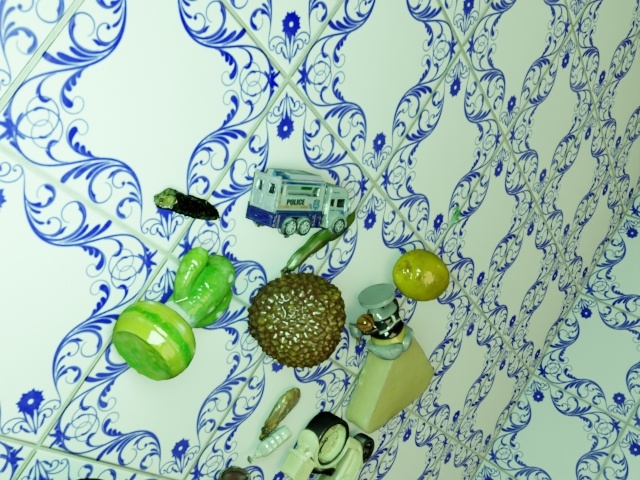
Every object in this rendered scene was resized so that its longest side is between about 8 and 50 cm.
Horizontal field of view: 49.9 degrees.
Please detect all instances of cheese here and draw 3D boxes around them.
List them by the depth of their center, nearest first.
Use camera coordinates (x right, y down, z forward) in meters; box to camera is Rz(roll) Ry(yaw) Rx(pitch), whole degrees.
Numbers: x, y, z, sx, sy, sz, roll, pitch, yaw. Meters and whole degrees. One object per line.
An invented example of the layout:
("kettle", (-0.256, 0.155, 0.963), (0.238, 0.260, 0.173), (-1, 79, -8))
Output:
("cheese", (0.252, 0.446, 2.382), (0.384, 0.104, 0.383), (-25, 128, -38))

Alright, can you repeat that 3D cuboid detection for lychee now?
("lychee", (-0.068, 0.203, 1.782), (0.268, 0.268, 0.267), (-26, 128, -38))

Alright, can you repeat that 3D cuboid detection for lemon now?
("lemon", (0.326, 0.114, 2.231), (0.207, 0.170, 0.170), (35, 83, -45))

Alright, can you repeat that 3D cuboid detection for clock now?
("clock", (0.034, 0.728, 2.297), (0.276, 0.120, 0.379), (-56, 136, -15))

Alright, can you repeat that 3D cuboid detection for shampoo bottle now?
("shampoo bottle", (-0.157, 0.613, 2.047), (0.152, 0.045, 0.077), (-33, 168, -34))

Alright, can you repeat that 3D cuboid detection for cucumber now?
("cucumber", (-0.289, -0.075, 1.522), (0.181, 0.053, 0.053), (21, 95, -54))

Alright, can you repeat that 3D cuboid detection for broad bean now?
("broad bean", (0.000, -0.001, 1.894), (0.298, 0.043, 0.060), (-37, 146, -28))

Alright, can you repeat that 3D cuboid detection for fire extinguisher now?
("fire extinguisher", (-0.264, 0.795, 2.011), (0.105, 0.105, 0.268), (-17, 123, -43))

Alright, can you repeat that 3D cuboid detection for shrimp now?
("shrimp", (-0.119, 0.521, 2.057), (0.190, 0.042, 0.101), (-51, 147, -17))

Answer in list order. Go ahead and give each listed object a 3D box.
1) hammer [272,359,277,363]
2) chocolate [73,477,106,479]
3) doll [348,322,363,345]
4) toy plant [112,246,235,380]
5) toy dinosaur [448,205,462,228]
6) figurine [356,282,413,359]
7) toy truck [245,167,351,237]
("hammer", (-0.082, 0.263, 1.974), (0.198, 0.013, 0.062), (-58, 141, -7))
("chocolate", (-0.524, 0.695, 1.464), (0.384, 0.331, 0.383), (-41, 176, -4))
("doll", (0.115, 0.293, 2.192), (0.057, 0.039, 0.114), (-48, 142, -10))
("toy plant", (-0.309, 0.149, 1.559), (0.316, 0.185, 0.224), (-51, 148, -40))
("toy dinosaur", (0.467, -0.081, 2.393), (0.083, 0.021, 0.062), (-39, 128, -33))
("figurine", (0.198, 0.271, 2.165), (0.176, 0.133, 0.236), (-35, 120, -28))
("toy truck", (-0.045, -0.099, 1.725), (0.268, 0.124, 0.155), (-3, 108, -46))
